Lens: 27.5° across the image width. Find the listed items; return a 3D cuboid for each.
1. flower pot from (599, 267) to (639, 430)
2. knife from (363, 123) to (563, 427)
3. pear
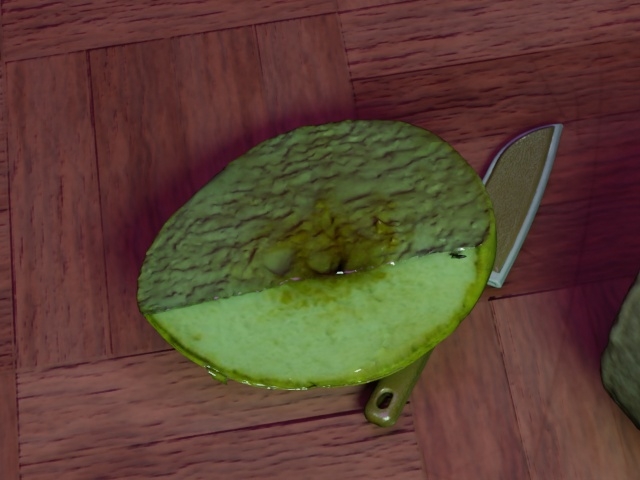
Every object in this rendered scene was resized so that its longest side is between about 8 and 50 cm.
[{"bbox_3d":[0.398,0.106,0.945,0.330,0.293,0.293,37,70,28],"label":"flower pot"},{"bbox_3d":[0.135,0.023,1.145,0.061,0.027,0.343,19,62,22],"label":"knife"},{"bbox_3d":[0.004,0.002,1.113,0.288,0.139,0.239,-12,44,8],"label":"pear"}]
